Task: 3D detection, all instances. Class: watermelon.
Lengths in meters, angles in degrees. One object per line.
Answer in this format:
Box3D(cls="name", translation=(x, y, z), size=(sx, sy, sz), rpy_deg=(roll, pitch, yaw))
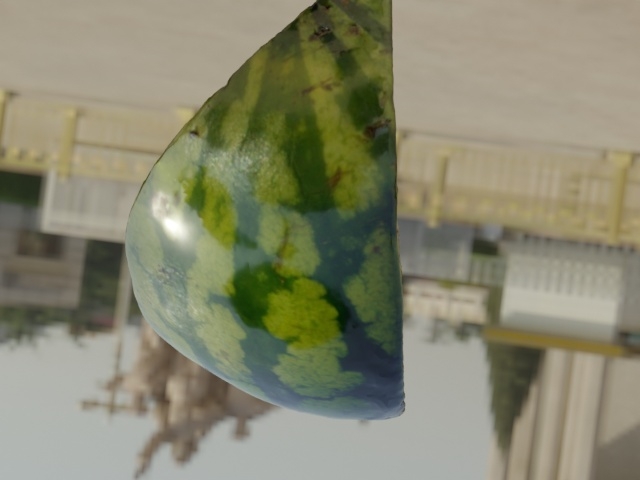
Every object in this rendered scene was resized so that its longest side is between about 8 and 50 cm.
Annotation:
Box3D(cls="watermelon", translation=(0.003, 0.012, 0.480), size=(0.069, 0.087, 0.163), rpy_deg=(48, 166, 25))
